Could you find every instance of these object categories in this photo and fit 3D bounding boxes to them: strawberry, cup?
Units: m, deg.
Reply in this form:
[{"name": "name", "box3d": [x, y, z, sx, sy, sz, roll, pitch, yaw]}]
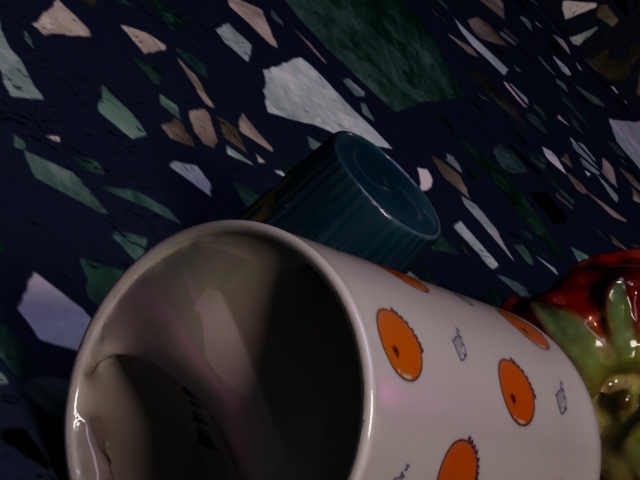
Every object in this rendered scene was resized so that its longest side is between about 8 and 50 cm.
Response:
[{"name": "strawberry", "box3d": [0.295, 0.150, 1.472, 0.310, 0.292, 0.292, -2, 50, -53]}, {"name": "cup", "box3d": [0.000, 0.000, 1.358, 0.131, 0.155, 0.176, 40, 22, -15]}, {"name": "cup", "box3d": [0.030, 0.121, 1.104, 0.317, 0.212, 0.212, 18, 34, -52]}]
